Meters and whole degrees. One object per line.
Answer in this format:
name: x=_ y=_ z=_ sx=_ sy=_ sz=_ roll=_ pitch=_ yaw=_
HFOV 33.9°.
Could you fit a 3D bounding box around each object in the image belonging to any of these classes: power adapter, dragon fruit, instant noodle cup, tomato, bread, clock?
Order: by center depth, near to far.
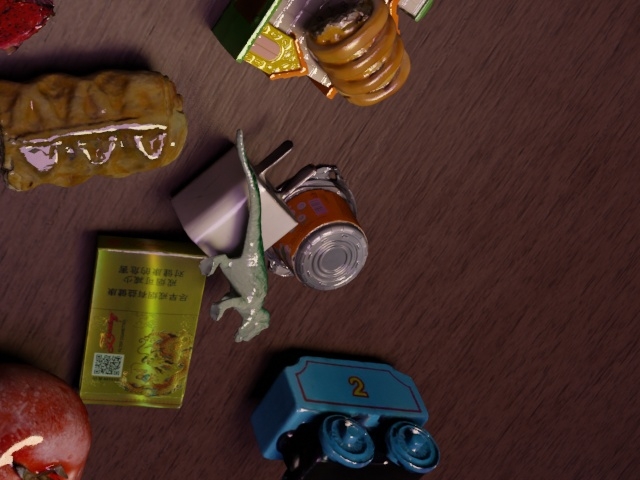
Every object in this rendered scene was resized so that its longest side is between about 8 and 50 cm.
dragon fruit: x=-0.415 y=-0.305 z=1.303 sx=0.102 sy=0.096 sz=0.147 roll=-40 pitch=162 yaw=16
bread: x=-0.312 y=-0.155 z=1.425 sx=0.267 sy=0.130 sz=0.152 roll=-10 pitch=117 yaw=-20
bread: x=0.059 y=-0.259 z=1.438 sx=0.119 sy=0.084 sz=0.177 roll=-39 pitch=138 yaw=0
clock: x=0.018 y=-0.313 z=1.491 sx=0.255 sy=0.106 sz=0.220 roll=24 pitch=109 yaw=-36
power adapter: x=-0.103 y=-0.066 z=1.586 sx=0.205 sy=0.125 sz=0.130 roll=-38 pitch=130 yaw=4
tomato: x=-0.485 y=0.309 z=1.592 sx=0.270 sy=0.227 sz=0.270 roll=-35 pitch=147 yaw=-27
instant noodle cup: x=0.000 y=0.000 z=1.685 sx=0.177 sy=0.125 sz=0.208 roll=-4 pitch=123 yaw=-25

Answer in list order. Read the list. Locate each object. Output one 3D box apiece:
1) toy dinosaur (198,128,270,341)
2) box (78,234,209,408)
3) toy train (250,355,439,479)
toy dinosaur: x=-0.126 y=0.035 z=1.503 sx=0.129 sy=0.076 sz=0.383 roll=-44 pitch=151 yaw=-37
box: x=-0.284 y=0.135 z=1.662 sx=0.172 sy=0.043 sz=0.311 roll=5 pitch=123 yaw=-14
toy train: x=0.052 y=0.340 z=1.855 sx=0.300 sy=0.265 sz=0.188 roll=10 pitch=128 yaw=-33
